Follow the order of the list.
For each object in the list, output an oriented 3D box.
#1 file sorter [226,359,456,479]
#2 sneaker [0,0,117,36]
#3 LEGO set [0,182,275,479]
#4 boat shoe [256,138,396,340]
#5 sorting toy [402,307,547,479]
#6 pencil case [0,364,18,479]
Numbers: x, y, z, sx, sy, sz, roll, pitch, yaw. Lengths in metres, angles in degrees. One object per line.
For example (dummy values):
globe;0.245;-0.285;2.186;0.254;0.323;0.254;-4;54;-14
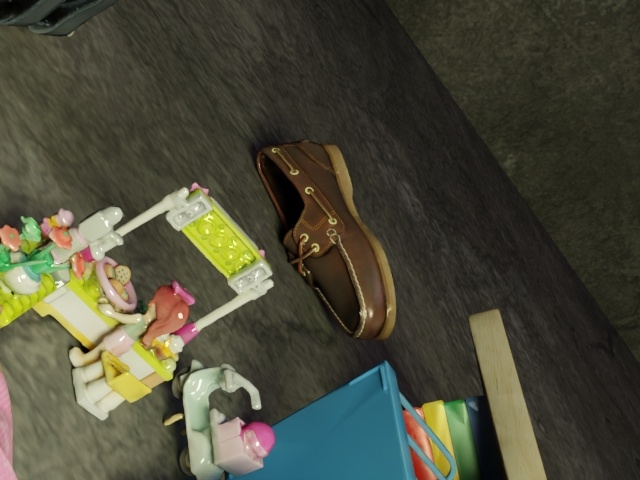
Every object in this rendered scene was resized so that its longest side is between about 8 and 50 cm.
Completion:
file sorter;0.025;0.179;0.908;0.104;0.118;0.170;50;16;-28
sneaker;-0.167;-0.195;1.001;0.127;0.126;0.321;48;15;-19
LEGO set;-0.103;0.026;0.805;0.287;0.107;0.132;38;25;-57
boat shoe;0.000;0.000;1.328;0.073;0.073;0.207;1;46;-29
sorting toy;0.118;0.225;1.078;0.257;0.089;0.255;-96;173;-59
pencil case;-0.113;0.184;0.335;0.167;0.160;0.386;38;26;-55
